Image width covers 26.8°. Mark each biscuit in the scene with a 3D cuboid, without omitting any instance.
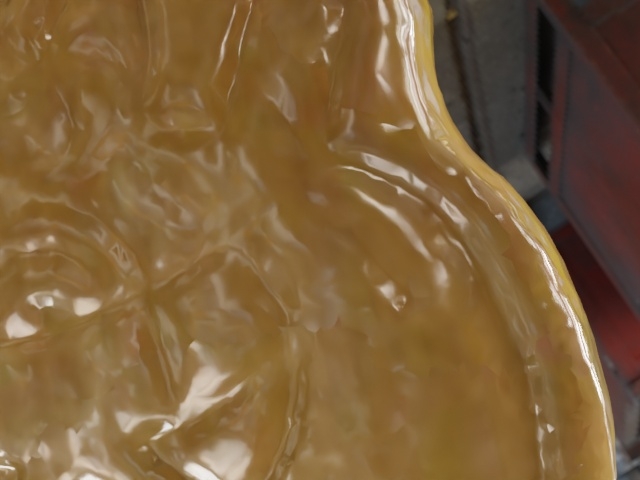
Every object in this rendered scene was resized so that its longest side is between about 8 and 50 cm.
[{"bbox_3d":[-0.084,0.058,0.546,0.385,0.365,0.062,-20,176,24],"label":"biscuit"}]
